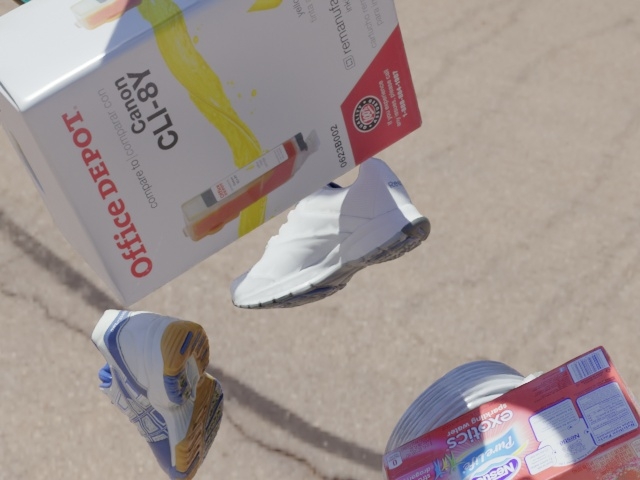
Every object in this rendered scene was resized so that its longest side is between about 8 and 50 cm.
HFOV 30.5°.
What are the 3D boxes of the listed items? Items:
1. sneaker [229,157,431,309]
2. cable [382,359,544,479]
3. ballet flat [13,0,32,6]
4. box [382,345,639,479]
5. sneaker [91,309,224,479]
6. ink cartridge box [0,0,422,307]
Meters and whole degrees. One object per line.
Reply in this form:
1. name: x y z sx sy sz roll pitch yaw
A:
1. sneaker: 0.000 0.000 1.491 0.111 0.297 0.129 1 63 -60
2. cable: 0.204 0.287 1.628 0.257 0.257 0.089 -17 38 -20
3. ballet flat: -0.265 -0.293 1.417 0.232 0.080 0.073 10 0 10
4. box: 0.243 0.277 1.361 0.300 0.142 0.154 -29 33 10
5. sneaker: -0.201 0.184 1.443 0.131 0.296 0.112 15 47 16
6. ink cartridge box: -0.114 -0.154 1.188 0.385 0.279 0.160 -32 45 -14
